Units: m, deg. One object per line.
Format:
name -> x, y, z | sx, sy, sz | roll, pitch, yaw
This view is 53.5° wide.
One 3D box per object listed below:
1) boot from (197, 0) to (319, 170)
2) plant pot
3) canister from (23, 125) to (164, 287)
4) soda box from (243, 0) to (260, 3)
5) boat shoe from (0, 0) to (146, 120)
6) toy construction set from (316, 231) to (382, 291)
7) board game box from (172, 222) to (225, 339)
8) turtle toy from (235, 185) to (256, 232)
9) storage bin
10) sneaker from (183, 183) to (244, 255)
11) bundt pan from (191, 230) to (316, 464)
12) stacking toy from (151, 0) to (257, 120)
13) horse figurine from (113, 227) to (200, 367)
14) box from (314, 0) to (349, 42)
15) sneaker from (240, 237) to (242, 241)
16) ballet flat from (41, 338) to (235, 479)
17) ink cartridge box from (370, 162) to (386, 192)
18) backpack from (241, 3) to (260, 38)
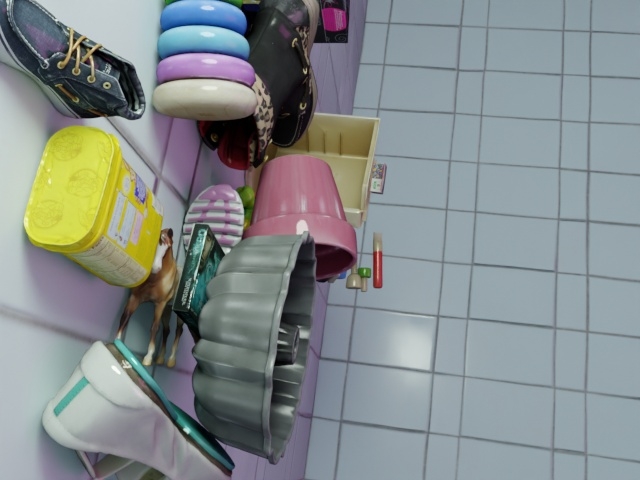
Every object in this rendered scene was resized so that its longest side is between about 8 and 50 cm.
boot -> -0.104, -0.241, 1.146 | 0.377, 0.138, 0.284 | 104, 8, -57
plant pot -> -0.039, -0.042, 1.115 | 0.201, 0.201, 0.180 | 75, 12, -67
canister -> -0.232, -0.027, 0.683 | 0.170, 0.073, 0.126 | 75, 22, -70
soda box -> -0.121, -0.489, 1.164 | 0.181, 0.061, 0.058 | -74, 166, -51
boat shoe -> -0.227, -0.170, 0.584 | 0.183, 0.083, 0.065 | 67, 29, -72
toy construction set -> 0.000, 0.000, 1.577 | 0.257, 0.308, 0.237 | 94, -2, -78
board game box -> -0.162, 0.070, 0.913 | 0.186, 0.026, 0.126 | 80, 18, -66
turtle toy -> -0.140, -0.061, 1.280 | 0.095, 0.066, 0.130 | -46, 157, -19
storage bin -> -0.012, -0.165, 1.433 | 0.123, 0.262, 0.260 | 90, 10, -45
sneaker -> -0.174, 0.013, 1.066 | 0.104, 0.095, 0.236 | -77, 175, -69
bundt pan -> -0.093, 0.142, 0.918 | 0.331, 0.124, 0.331 | 7, 90, -82
stacking toy -> -0.156, -0.336, 0.856 | 0.141, 0.141, 0.330 | -7, 97, -81
horse figurine -> -0.216, 0.089, 0.897 | 0.263, 0.066, 0.175 | 60, 41, -74
box -> -0.019, -0.581, 1.448 | 0.247, 0.163, 0.142 | 72, 21, -70
sneaker -> -0.108, 0.006, 1.235 | 0.252, 0.103, 0.111 | -32, 148, -56
ballet flat -> -0.224, 0.254, 0.804 | 0.400, 0.139, 0.139 | 75, 22, -56
ink cartridge box -> 0.125, -0.134, 1.371 | 0.115, 0.029, 0.063 | -10, 108, -82
backpack -> -0.100, -0.419, 1.233 | 0.120, 0.101, 0.098 | 92, 15, -46
